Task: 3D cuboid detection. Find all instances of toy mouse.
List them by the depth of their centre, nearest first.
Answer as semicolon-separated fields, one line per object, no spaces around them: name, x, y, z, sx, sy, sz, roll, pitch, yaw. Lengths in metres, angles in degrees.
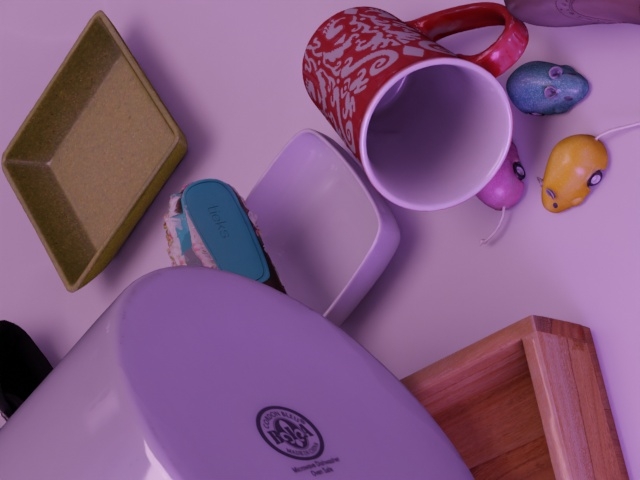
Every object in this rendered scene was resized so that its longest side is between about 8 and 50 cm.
toy mouse;0.143;-0.077;1.338;0.161;0.031;0.143;-51;50;25

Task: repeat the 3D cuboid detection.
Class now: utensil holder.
utensil holder;-0.119;0.252;1.220;0.385;0.327;0.327;-50;50;23

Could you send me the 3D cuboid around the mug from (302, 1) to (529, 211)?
mug;0.071;-0.109;1.361;0.169;0.150;0.113;-131;25;-61

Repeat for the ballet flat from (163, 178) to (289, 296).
ballet flat;-0.061;0.061;1.419;0.077;0.091;0.241;108;152;-53

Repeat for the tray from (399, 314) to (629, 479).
tray;0.042;0.227;1.344;0.411;0.076;0.203;-30;61;37

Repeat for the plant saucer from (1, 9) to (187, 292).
plant saucer;-0.195;-0.077;1.673;0.188;0.045;0.188;-53;49;23

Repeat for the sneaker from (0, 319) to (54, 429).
sneaker;-0.331;0.269;1.621;0.257;0.169;0.447;-23;56;41

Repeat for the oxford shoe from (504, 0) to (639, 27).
oxford shoe;0.253;-0.152;1.179;0.363;0.130;0.133;0;88;47

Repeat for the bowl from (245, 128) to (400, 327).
bowl;0.000;0.000;1.452;0.142;0.053;0.142;-55;48;23
